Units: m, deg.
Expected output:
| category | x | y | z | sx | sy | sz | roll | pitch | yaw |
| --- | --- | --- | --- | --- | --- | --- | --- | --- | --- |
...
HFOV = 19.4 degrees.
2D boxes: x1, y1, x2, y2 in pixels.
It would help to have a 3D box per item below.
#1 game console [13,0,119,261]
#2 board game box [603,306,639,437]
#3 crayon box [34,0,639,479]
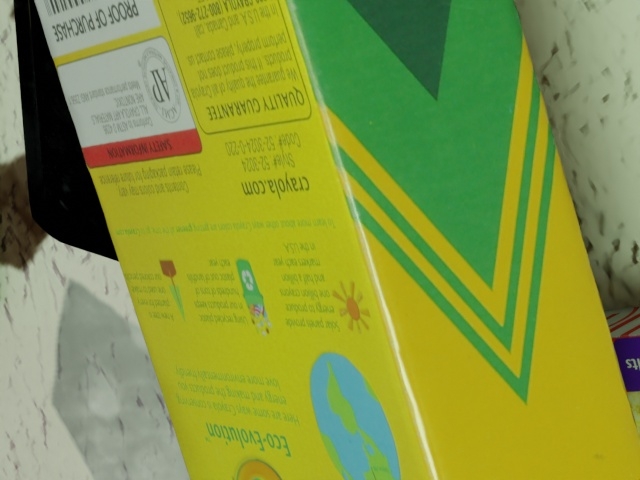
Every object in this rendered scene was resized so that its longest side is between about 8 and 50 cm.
| category | x | y | z | sx | sy | sz | roll | pitch | yaw |
| --- | --- | --- | --- | --- | --- | --- | --- | --- | --- |
| game console | -0.048 | -0.150 | 0.746 | 0.213 | 0.044 | 0.361 | 15 | 116 | 38 |
| board game box | 0.110 | 0.123 | 0.706 | 0.146 | 0.045 | 0.193 | -10 | 100 | 45 |
| crayon box | 0.000 | 0.000 | 0.638 | 0.202 | 0.081 | 0.319 | 0 | 108 | 62 |
